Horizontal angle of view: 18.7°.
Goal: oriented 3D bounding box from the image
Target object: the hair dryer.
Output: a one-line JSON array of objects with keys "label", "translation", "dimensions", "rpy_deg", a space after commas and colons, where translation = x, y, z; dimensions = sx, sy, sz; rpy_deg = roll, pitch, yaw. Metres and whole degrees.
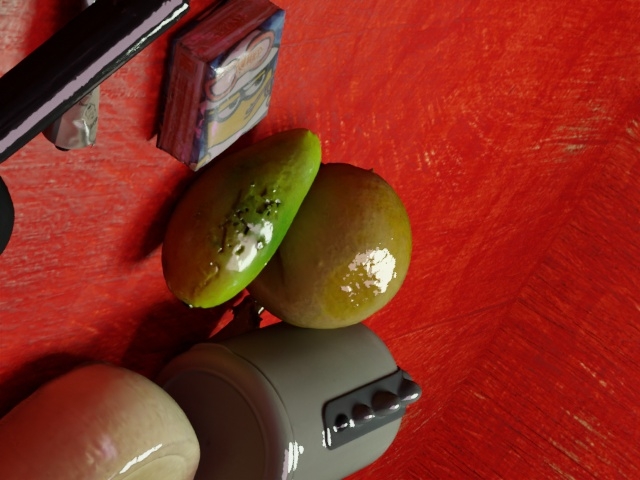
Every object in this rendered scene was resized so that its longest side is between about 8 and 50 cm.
[{"label": "hair dryer", "translation": [-0.205, -0.115, 1.513], "dimensions": [0.352, 0.107, 0.189], "rpy_deg": [-39, 163, -9]}]

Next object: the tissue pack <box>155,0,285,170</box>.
[{"label": "tissue pack", "translation": [-0.097, -0.155, 1.881], "dimensions": [0.115, 0.065, 0.155], "rpy_deg": [-43, 161, -35]}]

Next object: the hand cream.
[{"label": "hand cream", "translation": [-0.199, -0.174, 1.622], "dimensions": [0.075, 0.052, 0.248], "rpy_deg": [-69, 175, -50]}]

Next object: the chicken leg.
[{"label": "chicken leg", "translation": [-0.124, 0.154, 2.389], "dimensions": [0.207, 0.085, 0.101], "rpy_deg": [-53, 130, -24]}]

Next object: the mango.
[{"label": "mango", "translation": [-0.086, -0.032, 2.079], "dimensions": [0.233, 0.111, 0.125], "rpy_deg": [-52, 168, -10]}]

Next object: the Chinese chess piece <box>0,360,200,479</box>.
[{"label": "Chinese chess piece", "translation": [-0.282, 0.284, 2.070], "dimensions": [0.338, 0.140, 0.338], "rpy_deg": [-42, 163, -16]}]

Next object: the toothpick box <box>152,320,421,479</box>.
[{"label": "toothpick box", "translation": [-0.025, 0.197, 2.274], "dimensions": [0.316, 0.229, 0.229], "rpy_deg": [-17, 141, -51]}]

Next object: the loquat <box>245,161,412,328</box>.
[{"label": "loquat", "translation": [0.001, 0.001, 2.224], "dimensions": [0.213, 0.213, 0.213], "rpy_deg": [-47, 162, -20]}]
